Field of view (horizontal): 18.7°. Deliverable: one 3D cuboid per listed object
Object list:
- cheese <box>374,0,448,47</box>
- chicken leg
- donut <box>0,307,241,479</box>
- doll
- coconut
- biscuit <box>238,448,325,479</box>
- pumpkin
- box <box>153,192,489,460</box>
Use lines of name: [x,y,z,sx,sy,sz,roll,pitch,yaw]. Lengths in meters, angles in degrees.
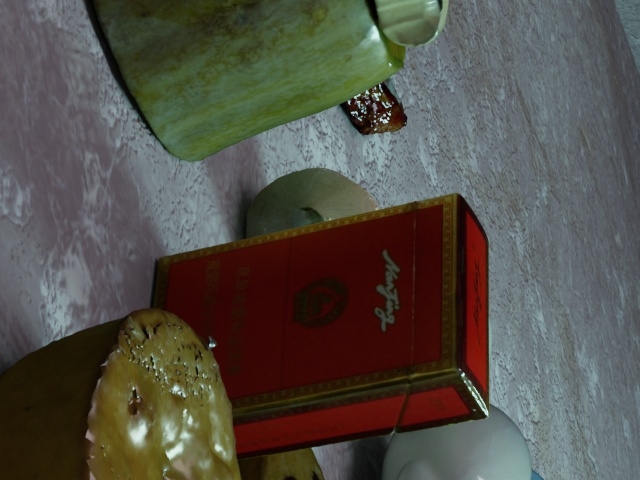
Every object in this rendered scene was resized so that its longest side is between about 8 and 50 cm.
cheese: [0.073,-0.214,1.476,0.255,0.050,0.127,-41,119,-77]
chicken leg: [0.051,-0.150,1.973,0.205,0.053,0.093,62,10,-52]
donut: [-0.118,0.181,1.159,0.277,0.108,0.278,-11,90,-72]
doll: [0.146,0.280,1.848,0.376,0.187,0.366,-52,123,-37]
coconut: [0.000,0.000,1.618,0.122,0.116,0.116,46,37,-69]
biscuit: [0.003,0.350,1.511,0.283,0.064,0.432,20,62,-69]
pumpkin: [-0.041,-0.237,1.502,0.332,0.199,0.332,-6,90,-72]
box: [-0.002,0.065,1.364,0.074,0.239,0.153,57,29,-44]
